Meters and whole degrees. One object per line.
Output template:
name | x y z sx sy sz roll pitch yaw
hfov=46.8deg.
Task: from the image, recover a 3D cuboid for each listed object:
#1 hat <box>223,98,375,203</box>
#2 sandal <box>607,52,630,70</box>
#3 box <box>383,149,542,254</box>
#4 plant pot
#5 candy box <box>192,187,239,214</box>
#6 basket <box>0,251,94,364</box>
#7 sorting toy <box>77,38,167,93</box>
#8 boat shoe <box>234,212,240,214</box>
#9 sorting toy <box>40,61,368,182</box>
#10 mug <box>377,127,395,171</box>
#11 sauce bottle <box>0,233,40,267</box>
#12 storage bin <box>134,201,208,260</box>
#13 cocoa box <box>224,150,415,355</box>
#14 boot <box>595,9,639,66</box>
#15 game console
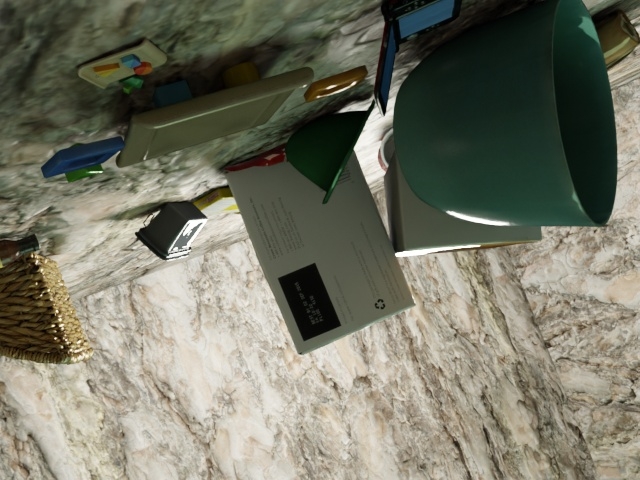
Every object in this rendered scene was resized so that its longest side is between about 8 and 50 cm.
hat | -0.039 -0.166 1.166 0.209 0.183 0.173 -64 -179 6
sandal | 0.490 -0.312 1.381 0.219 0.090 0.060 -46 145 22
box | 0.231 -0.065 1.295 0.214 0.168 0.345 -5 178 2
plant pot | 0.239 -0.154 0.988 0.235 0.293 0.293 -5 -172 34
candy box | -0.168 -0.086 1.567 0.105 0.027 0.205 -27 168 38
basket | -0.581 0.164 1.396 0.213 0.223 0.299 -21 179 -12
sorting toy | -0.157 -0.140 0.613 0.062 0.012 0.083 -22 178 5
boat shoe | -0.174 -0.086 1.841 0.100 0.035 0.035 -15 -176 25
sorting toy | -0.118 -0.136 0.761 0.347 0.047 0.196 -21 -178 -22
mug | 0.199 -0.201 1.665 0.150 0.113 0.169 -20 -178 -2
sauce bottle | -0.489 0.024 1.113 0.128 0.042 0.042 -19 177 -26
storage bin | -0.286 -0.030 1.443 0.091 0.098 0.135 -50 172 11
cocoa box | 0.000 0.000 1.375 0.231 0.347 0.228 -22 179 0
boot | 0.404 -0.283 1.273 0.269 0.089 0.236 -31 -167 33
game console | 0.103 -0.200 0.780 0.124 0.085 0.144 -22 179 8
